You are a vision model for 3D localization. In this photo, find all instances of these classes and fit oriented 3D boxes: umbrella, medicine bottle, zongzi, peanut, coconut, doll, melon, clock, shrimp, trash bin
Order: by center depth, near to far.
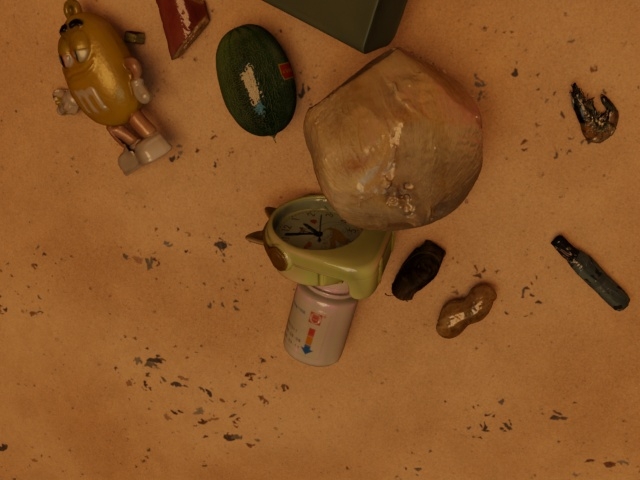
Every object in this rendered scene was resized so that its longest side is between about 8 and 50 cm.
[{"bbox_3d":[0.022,-0.579,1.577,0.343,0.158,0.223,34,131,19],"label":"trash bin"},{"bbox_3d":[0.171,-0.189,1.617,0.404,0.404,0.405,5,112,12],"label":"coconut"},{"bbox_3d":[0.627,-0.302,1.683,0.091,0.034,0.161,-30,108,11],"label":"shrimp"},{"bbox_3d":[-0.151,-0.373,1.762,0.182,0.182,0.288,-9,107,17],"label":"melon"},{"bbox_3d":[0.669,0.079,1.808,0.250,0.052,0.053,45,113,-6],"label":"umbrella"},{"bbox_3d":[0.000,0.000,1.824,0.348,0.286,0.117,11,128,15],"label":"clock"},{"bbox_3d":[0.233,0.105,1.853,0.084,0.184,0.187,34,115,0],"label":"zongzi"},{"bbox_3d":[-0.543,-0.362,1.885,0.423,0.161,0.348,42,132,4],"label":"doll"},{"bbox_3d":[0.377,0.183,1.909,0.192,0.089,0.089,-38,98,19],"label":"peanut"},{"bbox_3d":[0.008,0.175,1.945,0.170,0.170,0.293,18,115,7],"label":"medicine bottle"}]

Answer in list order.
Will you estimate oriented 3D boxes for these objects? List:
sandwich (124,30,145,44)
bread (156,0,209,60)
[{"bbox_3d":[-0.468,-0.515,1.863,0.083,0.044,0.031,30,119,49],"label":"sandwich"},{"bbox_3d":[-0.339,-0.552,1.798,0.119,0.067,0.192,-10,109,17],"label":"bread"}]
